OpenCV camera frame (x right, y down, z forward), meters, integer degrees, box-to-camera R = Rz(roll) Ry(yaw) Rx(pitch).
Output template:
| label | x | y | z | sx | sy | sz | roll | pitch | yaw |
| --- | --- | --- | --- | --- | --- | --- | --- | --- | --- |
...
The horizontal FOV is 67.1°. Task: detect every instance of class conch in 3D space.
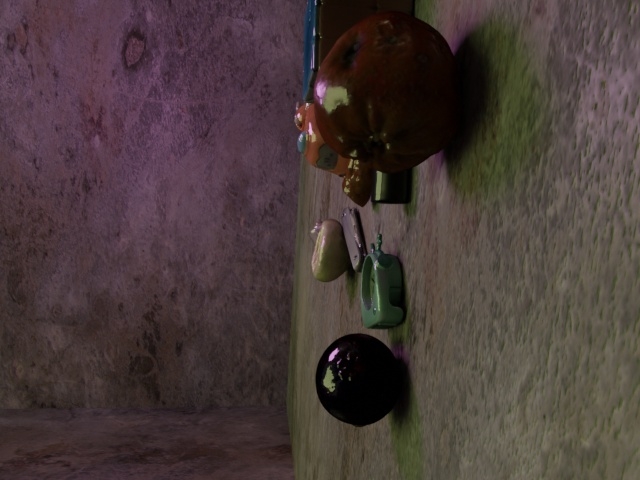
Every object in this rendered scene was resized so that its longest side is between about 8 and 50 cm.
| label | x | y | z | sx | sy | sz | roll | pitch | yaw |
| --- | --- | --- | --- | --- | --- | --- | --- | --- | --- |
| conch | 0.010 | -0.004 | 2.045 | 0.176 | 0.094 | 0.104 | 65 | 155 | 2 |

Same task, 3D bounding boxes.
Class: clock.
| label | x | y | z | sx | sy | sz | roll | pitch | yaw |
| --- | --- | --- | --- | --- | --- | --- | --- | --- | --- |
| clock | 0.138 | 0.094 | 1.110 | 0.159 | 0.066 | 0.211 | 120 | 152 | -72 |

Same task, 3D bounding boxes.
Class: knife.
| label | x | y | z | sx | sy | sz | roll | pitch | yaw |
| --- | --- | --- | --- | --- | --- | --- | --- | --- | --- |
| knife | 0.104 | -0.013 | 1.462 | 0.265 | 0.040 | 0.073 | -97 | 23 | -49 |

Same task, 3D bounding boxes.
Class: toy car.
| label | x | y | z | sx | sy | sz | roll | pitch | yaw |
| --- | --- | --- | --- | --- | --- | --- | --- | --- | --- |
| toy car | 0.034 | -0.314 | 1.391 | 0.180 | 0.212 | 0.270 | 106 | 159 | -57 |

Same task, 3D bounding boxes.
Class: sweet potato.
| label | x | y | z | sx | sy | sz | roll | pitch | yaw |
| --- | --- | --- | --- | --- | --- | --- | --- | --- | --- |
| sweet potato | 0.114 | -0.197 | 1.263 | 0.097 | 0.097 | 0.252 | -97 | 16 | -48 |

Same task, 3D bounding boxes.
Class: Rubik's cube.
| label | x | y | z | sx | sy | sz | roll | pitch | yaw |
| --- | --- | --- | --- | --- | --- | --- | --- | --- | --- |
| Rubik's cube | 0.078 | -0.459 | 1.135 | 0.231 | 0.221 | 0.225 | 170 | 101 | -82 |

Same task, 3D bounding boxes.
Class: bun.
| label | x | y | z | sx | sy | sz | roll | pitch | yaw |
| --- | --- | --- | --- | --- | --- | --- | --- | --- | --- |
| bun | 0.047 | 0.036 | 1.583 | 0.222 | 0.127 | 0.222 | -165 | 90 | -86 |

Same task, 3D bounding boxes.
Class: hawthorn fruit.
| label | x | y | z | sx | sy | sz | roll | pitch | yaw |
| --- | --- | --- | --- | --- | --- | --- | --- | --- | --- |
| hawthorn fruit | 0.115 | -0.242 | 0.805 | 0.262 | 0.258 | 0.258 | -47 | -21 | -39 |

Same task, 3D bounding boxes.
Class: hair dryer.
| label | x | y | z | sx | sy | sz | roll | pitch | yaw |
| --- | --- | --- | --- | --- | --- | --- | --- | --- | --- |
| hair dryer | 0.150 | -0.178 | 1.131 | 0.248 | 0.078 | 0.195 | 174 | 100 | -87 |

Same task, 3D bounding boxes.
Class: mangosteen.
| label | x | y | z | sx | sy | sz | roll | pitch | yaw |
| --- | --- | --- | --- | --- | --- | --- | --- | --- | --- |
| mangosteen | 0.090 | 0.313 | 1.062 | 0.230 | 0.194 | 0.194 | 62 | -162 | -49 |
